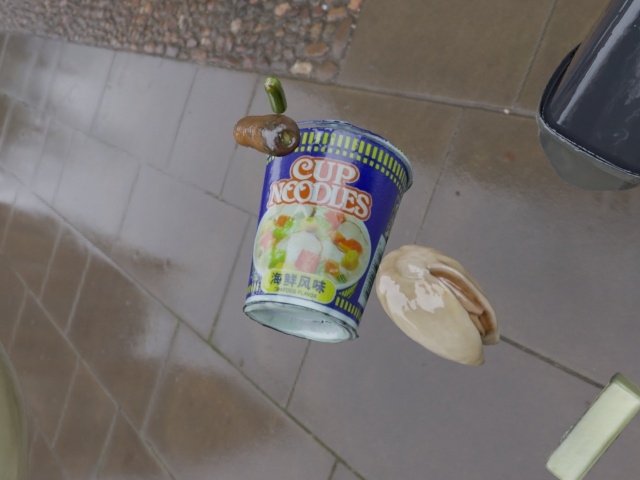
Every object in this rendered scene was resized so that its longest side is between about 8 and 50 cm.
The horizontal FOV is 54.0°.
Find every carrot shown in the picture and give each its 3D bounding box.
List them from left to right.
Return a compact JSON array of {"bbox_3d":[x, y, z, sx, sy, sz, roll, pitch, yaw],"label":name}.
[{"bbox_3d":[-0.082,-0.158,0.924,0.186,0.060,0.060,27,101,61],"label":"carrot"}]

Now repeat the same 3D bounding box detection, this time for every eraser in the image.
[{"bbox_3d":[0.420,0.286,0.955,0.058,0.117,0.172,39,103,27],"label":"eraser"}]

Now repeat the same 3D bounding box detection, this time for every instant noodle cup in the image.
[{"bbox_3d":[0.000,0.000,1.080,0.284,0.284,0.312,-11,58,46],"label":"instant noodle cup"}]

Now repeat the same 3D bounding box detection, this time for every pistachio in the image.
[{"bbox_3d":[0.257,0.146,1.376,0.193,0.318,0.214,-46,9,-26],"label":"pistachio"}]

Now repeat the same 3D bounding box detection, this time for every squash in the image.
[{"bbox_3d":[-0.067,-0.217,0.926,0.027,0.083,0.027,-1,76,3],"label":"squash"}]

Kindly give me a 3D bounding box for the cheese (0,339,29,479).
[{"bbox_3d":[-0.274,0.155,0.337,0.266,0.127,0.233,-30,49,25],"label":"cheese"}]

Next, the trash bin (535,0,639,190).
[{"bbox_3d":[0.377,-0.201,0.717,0.182,0.209,0.290,34,153,13],"label":"trash bin"}]
